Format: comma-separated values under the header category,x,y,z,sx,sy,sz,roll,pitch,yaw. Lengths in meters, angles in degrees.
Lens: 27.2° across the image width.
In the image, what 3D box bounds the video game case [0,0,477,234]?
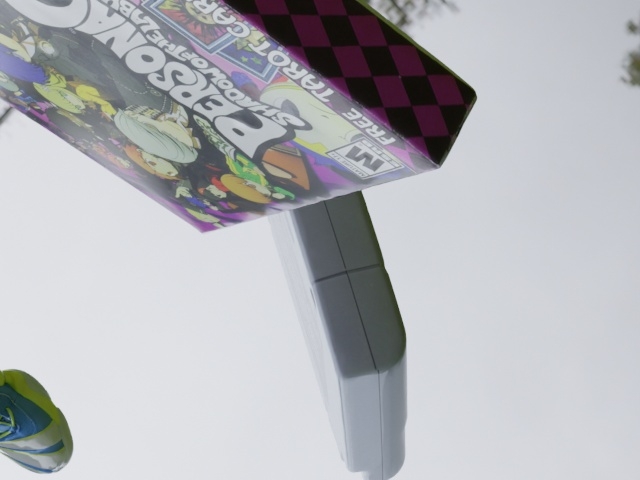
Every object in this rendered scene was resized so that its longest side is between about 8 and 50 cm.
category,x,y,z,sx,sy,sz,roll,pitch,yaw
video game case,-0.087,-0.089,0.520,0.232,0.210,0.041,35,-111,-22

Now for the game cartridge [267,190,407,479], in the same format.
category,x,y,z,sx,sy,sz,roll,pitch,yaw
game cartridge,0.000,0.000,0.929,0.198,0.062,0.297,91,164,-56

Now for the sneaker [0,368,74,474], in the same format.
category,x,y,z,sx,sy,sz,roll,pitch,yaw
sneaker,-0.334,0.149,1.186,0.240,0.091,0.126,45,-149,-12
